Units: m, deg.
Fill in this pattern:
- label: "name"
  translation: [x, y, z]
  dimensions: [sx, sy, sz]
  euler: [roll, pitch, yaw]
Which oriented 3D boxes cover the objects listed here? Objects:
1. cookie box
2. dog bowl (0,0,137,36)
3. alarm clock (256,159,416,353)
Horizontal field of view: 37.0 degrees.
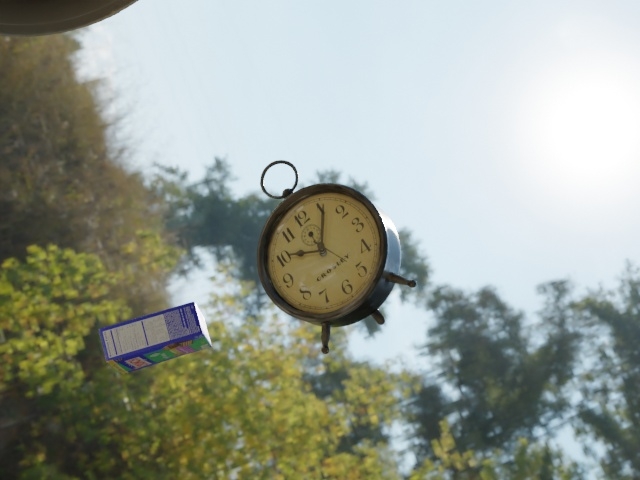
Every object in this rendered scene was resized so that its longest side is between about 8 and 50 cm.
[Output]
- label: "cookie box"
  translation: [-0.180, 0.109, 1.055]
  dimensions: [0.092, 0.107, 0.040]
  euler: [89, -16, -74]
- label: "dog bowl"
  translation: [-0.277, -0.361, 0.890]
  dimensions: [0.349, 0.348, 0.102]
  euler: [94, -25, -51]
- label: "alarm clock"
  translation: [0.000, 0.000, 0.901]
  dimensions: [0.192, 0.129, 0.064]
  euler: [57, 12, 21]
